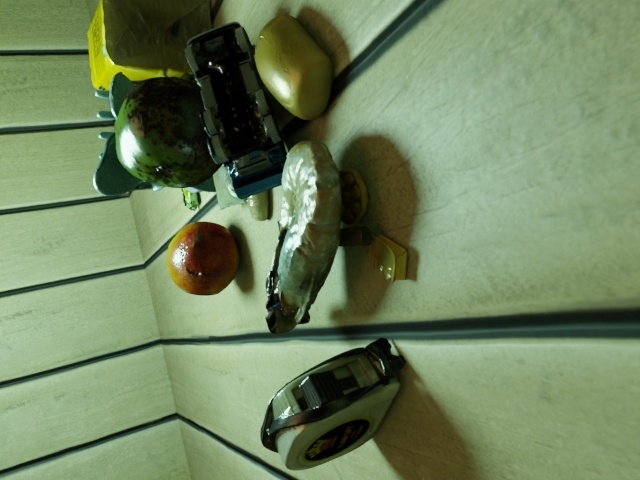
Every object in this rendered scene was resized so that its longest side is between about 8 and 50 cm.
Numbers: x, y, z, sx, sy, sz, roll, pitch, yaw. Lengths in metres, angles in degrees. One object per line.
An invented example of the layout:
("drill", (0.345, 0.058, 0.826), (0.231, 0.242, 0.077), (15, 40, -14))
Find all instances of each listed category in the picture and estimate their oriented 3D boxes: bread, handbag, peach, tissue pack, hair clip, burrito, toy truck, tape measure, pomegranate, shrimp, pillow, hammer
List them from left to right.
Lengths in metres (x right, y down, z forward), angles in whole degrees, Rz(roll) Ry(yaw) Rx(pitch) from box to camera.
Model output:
("hair clip", (-0.496, -0.286, 1.516), (0.238, 0.392, 0.318), (5, 100, 47))
("tissue pack", (-0.498, -0.560, 1.557), (0.382, 0.293, 0.228), (6, 101, 61))
("pomegranate", (-0.354, -0.297, 1.325), (0.285, 0.285, 0.341), (117, 158, -50))
("burrito", (-0.467, -0.246, 1.868), (0.104, 0.054, 0.288), (-9, 92, 62))
("peach", (-0.348, 0.053, 1.603), (0.231, 0.231, 0.231), (32, 128, 54))
("pillow", (-0.254, -0.240, 1.445), (0.185, 0.075, 0.303), (-6, 92, 58))
("toy truck", (-0.169, -0.268, 1.147), (0.175, 0.146, 0.367), (52, -159, -76))
("bread", (-0.165, -0.150, 1.340), (0.073, 0.053, 0.214), (29, 126, 60))
("bread", (-0.060, -0.331, 1.029), (0.217, 0.098, 0.147), (56, 149, 38))
("shrimp", (-0.048, 0.012, 1.036), (0.221, 0.110, 0.446), (-122, 36, -45))
("hammer", (0.000, 0.000, 1.076), (0.365, 0.043, 0.111), (-4, 95, 65))
("tape measure", (0.008, 0.303, 0.995), (0.133, 0.231, 0.271), (60, 148, 35))
("bread", (0.052, -0.081, 0.986), (0.110, 0.024, 0.110), (35, 131, 53))
("handbag", (0.113, 0.029, 0.913), (0.083, 0.027, 0.061), (37, 133, 56))

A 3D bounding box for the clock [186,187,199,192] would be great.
("clock", (-0.377, -0.254, 1.680), (0.172, 0.064, 0.198), (-9, 93, 43))

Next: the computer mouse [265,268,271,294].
("computer mouse", (-0.111, 0.115, 1.346), (0.079, 0.047, 0.135), (48, 138, 43))
